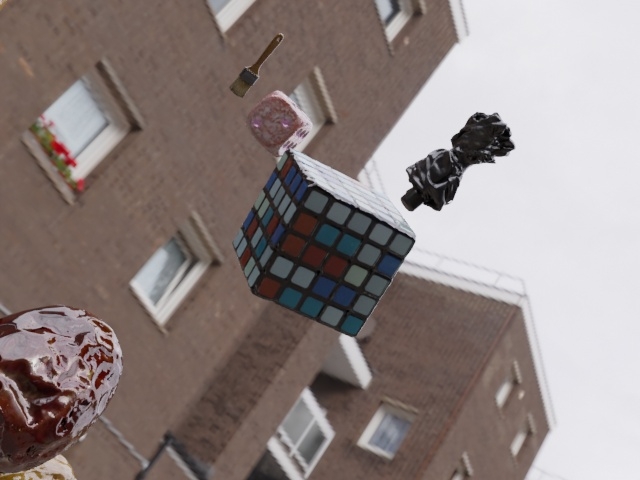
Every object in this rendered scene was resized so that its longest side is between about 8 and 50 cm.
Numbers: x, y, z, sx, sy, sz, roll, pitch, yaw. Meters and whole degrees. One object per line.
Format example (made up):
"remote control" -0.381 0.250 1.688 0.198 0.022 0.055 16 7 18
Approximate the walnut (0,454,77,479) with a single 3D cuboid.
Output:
"walnut" -0.486 0.407 1.391 0.195 0.195 0.221 22 -21 25

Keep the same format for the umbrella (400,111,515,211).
"umbrella" 0.279 -0.161 1.851 0.122 0.272 0.110 50 -3 8

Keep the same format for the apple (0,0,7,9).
"apple" -0.418 -0.238 0.703 0.299 0.299 0.275 -7 -54 53

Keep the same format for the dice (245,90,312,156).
"dice" -0.077 -0.216 1.637 0.091 0.094 0.093 47 11 9

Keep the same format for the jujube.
"jujube" -0.354 0.176 1.063 0.183 0.243 0.183 5 -75 18

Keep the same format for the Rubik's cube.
"Rubik's cube" 0.000 0.000 1.287 0.187 0.182 0.184 26 15 -21

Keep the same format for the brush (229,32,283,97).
"brush" -0.138 -0.392 1.960 0.043 0.170 0.014 32 14 -39
